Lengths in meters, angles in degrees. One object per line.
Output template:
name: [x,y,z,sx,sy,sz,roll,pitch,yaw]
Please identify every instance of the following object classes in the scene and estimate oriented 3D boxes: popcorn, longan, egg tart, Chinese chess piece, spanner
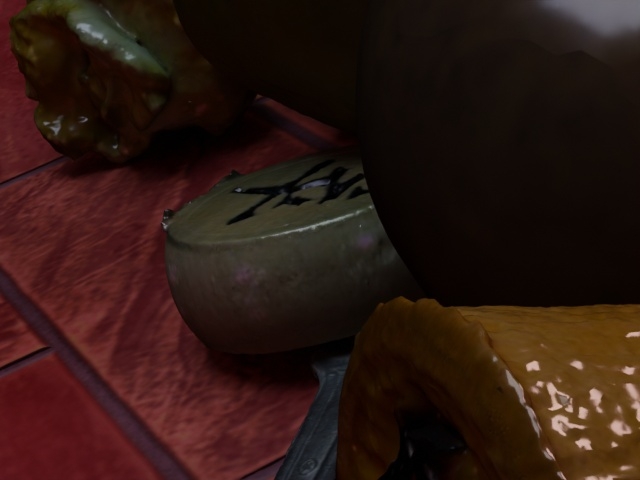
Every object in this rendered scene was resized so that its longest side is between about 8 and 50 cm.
popcorn: [-0.142,-0.168,1.489,0.184,0.204,0.221,-33,13,-32]
longan: [0.164,-0.069,0.914,0.319,0.319,0.319,-15,23,7]
egg tart: [0.100,0.114,0.696,0.171,0.215,0.215,-11,20,-19]
Chinese chess piece: [0.000,0.000,1.134,0.188,0.083,0.188,-16,15,4]
spanner: [-0.004,0.119,0.972,0.071,0.017,0.302,-9,24,21]

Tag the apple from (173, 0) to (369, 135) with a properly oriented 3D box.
apple: [0.109,-0.273,1.223,0.474,0.473,0.473,-15,23,7]
